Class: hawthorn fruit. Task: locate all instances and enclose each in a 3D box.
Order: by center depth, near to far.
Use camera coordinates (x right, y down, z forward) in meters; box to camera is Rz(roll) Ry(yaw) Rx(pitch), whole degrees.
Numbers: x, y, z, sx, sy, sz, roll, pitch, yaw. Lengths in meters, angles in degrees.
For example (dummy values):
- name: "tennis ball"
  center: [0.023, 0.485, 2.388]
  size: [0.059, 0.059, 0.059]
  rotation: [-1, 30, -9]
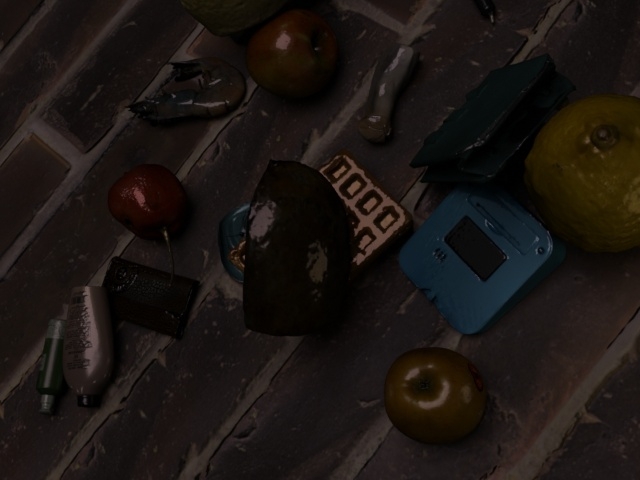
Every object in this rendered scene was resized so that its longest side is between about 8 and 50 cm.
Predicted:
- name: "hawthorn fruit"
  center: [-0.347, -0.035, 1.815]
  size: [0.165, 0.165, 0.285]
  rotation: [-35, 66, 6]

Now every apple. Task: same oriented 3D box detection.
- name: "apple"
  center: [0.195, 0.266, 1.453]
  size: [0.183, 0.155, 0.182]
  rotation: [-8, 69, 21]
- name: "apple"
  center: [-0.065, -0.402, 1.820]
  size: [0.196, 0.196, 0.195]
  rotation: [-8, 66, 20]

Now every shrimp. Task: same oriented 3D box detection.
- name: "shrimp"
  center: [-0.315, -0.362, 1.978]
  size: [0.289, 0.075, 0.178]
  rotation: [-7, 59, 21]

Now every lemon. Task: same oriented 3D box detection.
- name: "lemon"
  center: [0.477, -0.112, 1.402]
  size: [0.268, 0.322, 0.268]
  rotation: [-1, 87, 24]

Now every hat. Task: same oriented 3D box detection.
- name: "hat"
  center: [-0.153, -0.010, 1.757]
  size: [0.138, 0.078, 0.190]
  rotation: [-11, 66, 15]

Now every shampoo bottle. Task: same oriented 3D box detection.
- name: "shampoo bottle"
  center: [-0.497, 0.229, 1.796]
  size: [0.127, 0.078, 0.256]
  rotation: [-7, 74, 21]
- name: "shampoo bottle"
  center: [-0.581, 0.277, 1.833]
  size: [0.065, 0.065, 0.204]
  rotation: [-4, 68, 22]

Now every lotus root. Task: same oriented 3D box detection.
- name: "lotus root"
  center: [-0.034, 0.014, 1.521]
  size: [0.142, 0.210, 0.314]
  rotation: [6, 94, 24]

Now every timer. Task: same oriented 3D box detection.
- name: "timer"
  center: [0.296, 0.028, 1.572]
  size: [0.250, 0.091, 0.232]
  rotation: [-47, 60, 13]

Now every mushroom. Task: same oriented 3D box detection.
- name: "mushroom"
  center: [0.139, -0.309, 1.758]
  size: [0.092, 0.081, 0.223]
  rotation: [14, 77, 47]

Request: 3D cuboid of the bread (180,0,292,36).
- name: "bread"
  center: [-0.168, -0.602, 1.787]
  size: [0.321, 0.237, 0.320]
  rotation: [-26, 30, 17]

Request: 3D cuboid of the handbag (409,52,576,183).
- name: "handbag"
  center: [0.315, -0.209, 1.542]
  size: [0.100, 0.274, 0.268]
  rotation: [44, 79, -12]

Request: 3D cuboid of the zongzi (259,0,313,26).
- name: "zongzi"
  center: [-0.070, -0.632, 1.969]
  size: [0.256, 0.115, 0.228]
  rotation: [-36, 58, 16]

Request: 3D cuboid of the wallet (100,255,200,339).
- name: "wallet"
  center: [-0.383, 0.120, 1.824]
  size: [0.243, 0.039, 0.132]
  rotation: [14, 80, 30]

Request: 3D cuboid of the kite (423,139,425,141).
- name: "kite"
  center: [0.321, -0.177, 1.667]
  size: [0.222, 0.008, 0.125]
  rotation: [-15, 64, 16]

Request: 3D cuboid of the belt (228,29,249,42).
- name: "belt"
  center: [-0.224, -0.532, 1.986]
  size: [0.058, 0.105, 0.140]
  rotation: [-40, 70, 3]

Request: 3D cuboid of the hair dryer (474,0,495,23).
- name: "hair dryer"
  center: [0.315, -0.547, 1.796]
  size: [0.124, 0.071, 0.219]
  rotation: [-29, 70, 12]

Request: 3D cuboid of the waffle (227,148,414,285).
- name: "waffle"
  center: [0.000, 0.000, 1.647]
  size: [0.328, 0.098, 0.224]
  rotation: [-42, 73, -2]
